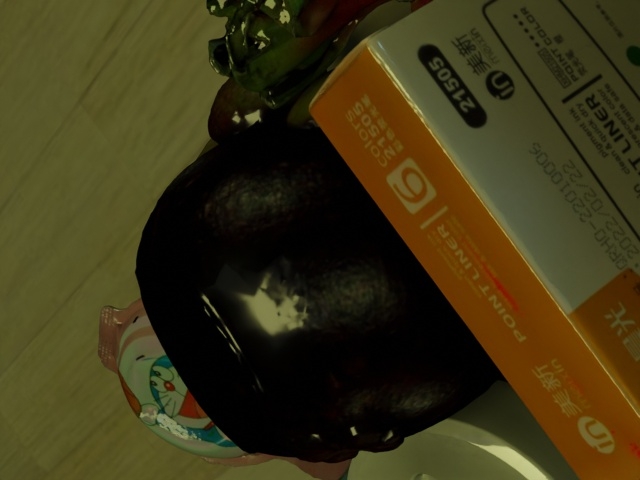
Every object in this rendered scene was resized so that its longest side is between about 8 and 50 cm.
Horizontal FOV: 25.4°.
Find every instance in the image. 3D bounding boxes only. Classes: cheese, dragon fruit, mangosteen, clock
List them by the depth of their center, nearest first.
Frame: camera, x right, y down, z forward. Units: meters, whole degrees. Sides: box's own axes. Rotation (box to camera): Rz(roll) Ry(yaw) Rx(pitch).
[{"bbox_3d":[0.018,-0.214,0.804,0.200,0.269,0.198,50,-178,-42],"label":"dragon fruit"},{"bbox_3d":[-0.003,0.004,0.943,0.287,0.233,0.287,53,167,19],"label":"mangosteen"},{"bbox_3d":[0.129,0.212,1.053,0.230,0.083,0.230,22,126,33],"label":"clock"},{"bbox_3d":[-0.064,0.132,1.195,0.286,0.074,0.189,24,131,14],"label":"cheese"}]

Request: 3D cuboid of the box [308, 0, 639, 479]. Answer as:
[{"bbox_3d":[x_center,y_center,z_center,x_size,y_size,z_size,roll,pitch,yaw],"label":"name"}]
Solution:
[{"bbox_3d":[0.158,-0.030,0.780,0.274,0.221,0.091,53,150,2],"label":"box"}]
